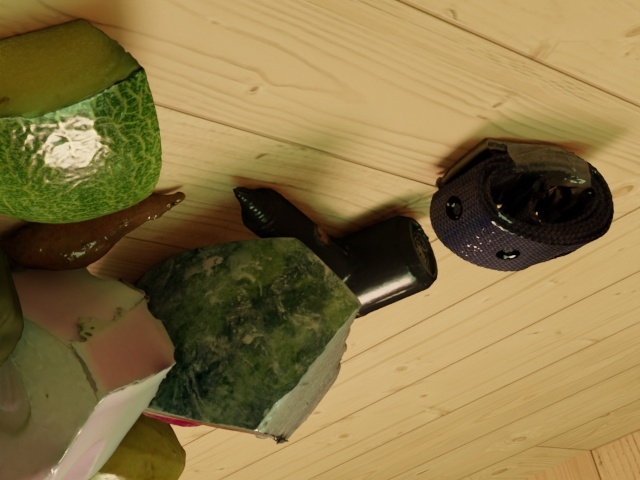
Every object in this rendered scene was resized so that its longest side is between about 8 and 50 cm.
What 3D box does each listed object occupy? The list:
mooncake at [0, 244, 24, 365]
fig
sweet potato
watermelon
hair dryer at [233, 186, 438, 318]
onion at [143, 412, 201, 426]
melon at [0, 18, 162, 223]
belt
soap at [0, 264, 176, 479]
[{"bbox_3d":[-0.487,0.081,1.574,0.351,0.187,0.351,-15,153,-8],"label":"mooncake"},{"bbox_3d":[-0.303,0.287,2.150,0.230,0.207,0.207,14,156,1],"label":"fig"},{"bbox_3d":[-0.255,-0.005,1.723,0.226,0.068,0.068,-15,158,-3],"label":"sweet potato"},{"bbox_3d":[-0.082,0.139,1.858,0.387,0.228,0.258,-6,155,41],"label":"watermelon"},{"bbox_3d":[0.000,0.000,1.879,0.189,0.107,0.352,-22,152,17],"label":"hair dryer"},{"bbox_3d":[-0.139,0.175,2.089,0.247,0.111,0.250,-34,167,19],"label":"onion"},{"bbox_3d":[-0.241,-0.082,1.472,0.196,0.124,0.323,-8,156,-1],"label":"melon"},{"bbox_3d":[0.242,-0.038,1.901,0.230,0.139,0.126,-1,159,-36],"label":"belt"},{"bbox_3d":[-0.377,0.185,1.798,0.446,0.261,0.156,-32,169,32],"label":"soap"}]
